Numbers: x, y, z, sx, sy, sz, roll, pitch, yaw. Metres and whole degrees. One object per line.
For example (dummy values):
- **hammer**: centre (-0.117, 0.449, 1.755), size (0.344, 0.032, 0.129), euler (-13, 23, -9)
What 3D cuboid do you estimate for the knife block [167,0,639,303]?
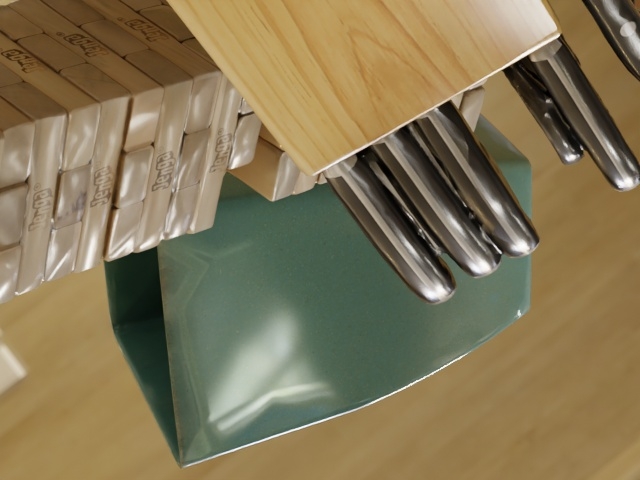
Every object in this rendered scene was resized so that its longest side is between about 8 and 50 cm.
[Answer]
- **knife block**: centre (-0.008, -0.084, 0.587), size (0.088, 0.275, 0.242), euler (-113, 34, -44)

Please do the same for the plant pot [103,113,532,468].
- **plant pot**: centre (0.000, 0.000, 1.107), size (0.166, 0.234, 0.166), euler (-126, 28, -57)

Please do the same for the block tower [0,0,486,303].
- **block tower**: centre (-0.058, -0.069, 0.871), size (0.097, 0.335, 0.091), euler (34, 128, 30)
